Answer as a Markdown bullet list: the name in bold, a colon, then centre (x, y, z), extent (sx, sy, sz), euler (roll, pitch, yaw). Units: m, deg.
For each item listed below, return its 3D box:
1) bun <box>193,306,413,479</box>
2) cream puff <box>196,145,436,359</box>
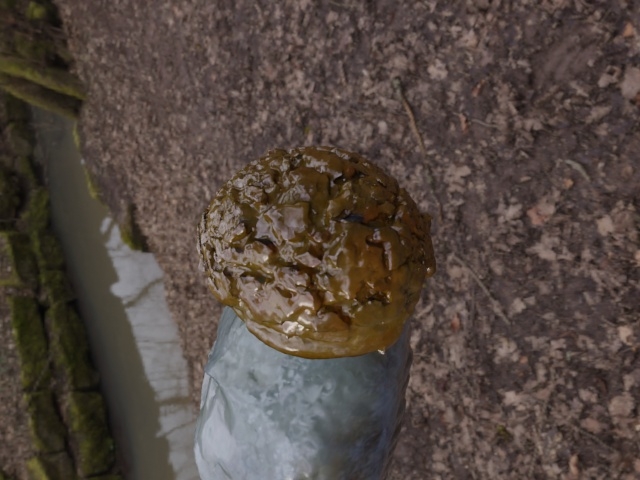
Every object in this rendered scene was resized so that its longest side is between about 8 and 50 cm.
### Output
- **bun**: centre (-0.023, 0.167, 0.751), extent (0.362, 0.211, 0.362), euler (-170, 90, -87)
- **cream puff**: centre (0.000, 0.000, 0.463), extent (0.115, 0.165, 0.150), euler (103, 157, -48)
